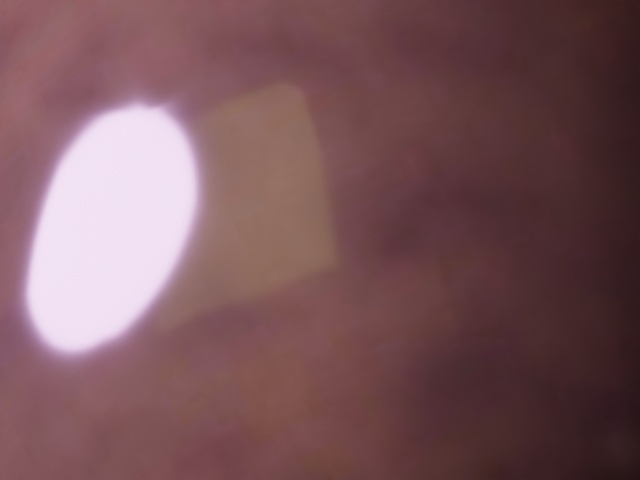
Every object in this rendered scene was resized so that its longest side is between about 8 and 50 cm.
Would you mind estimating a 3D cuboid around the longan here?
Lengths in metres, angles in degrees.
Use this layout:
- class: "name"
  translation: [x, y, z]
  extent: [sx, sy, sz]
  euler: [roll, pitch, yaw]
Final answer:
- class: "longan"
  translation: [0.000, 0.000, 0.571]
  extent: [0.404, 0.336, 0.404]
  euler: [4, 41, -4]
